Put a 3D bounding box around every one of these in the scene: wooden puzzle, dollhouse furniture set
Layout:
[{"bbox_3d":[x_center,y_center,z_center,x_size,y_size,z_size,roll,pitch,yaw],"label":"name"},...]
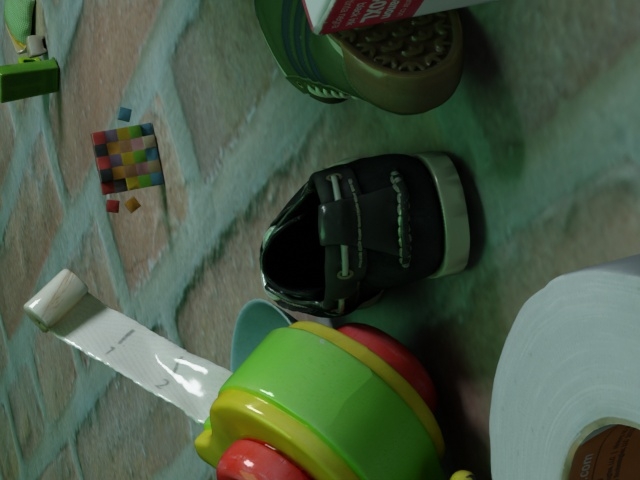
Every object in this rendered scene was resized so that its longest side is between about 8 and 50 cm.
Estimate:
[{"bbox_3d":[-0.151,-0.063,1.205,0.006,0.049,0.083,174,84,-70],"label":"wooden puzzle"},{"bbox_3d":[-0.306,-0.199,1.522,0.076,0.059,0.151,103,148,-46],"label":"dollhouse furniture set"}]

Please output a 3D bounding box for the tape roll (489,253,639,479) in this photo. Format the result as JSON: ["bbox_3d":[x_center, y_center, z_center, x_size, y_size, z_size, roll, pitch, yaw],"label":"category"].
[{"bbox_3d":[0.140,0.108,0.521,0.219,0.072,0.219,168,90,-68],"label":"tape roll"}]

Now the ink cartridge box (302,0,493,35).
[{"bbox_3d":[0.058,-0.137,0.497,0.063,0.150,0.109,121,133,-66],"label":"ink cartridge box"}]

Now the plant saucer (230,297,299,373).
[{"bbox_3d":[-0.005,0.127,0.950,0.195,0.037,0.195,168,90,-68],"label":"plant saucer"}]

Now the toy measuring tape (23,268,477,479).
[{"bbox_3d":[-0.045,0.072,0.816,0.330,0.121,0.121,28,132,29],"label":"toy measuring tape"}]

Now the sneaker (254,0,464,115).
[{"bbox_3d":[0.016,-0.099,0.756,0.192,0.064,0.086,-123,22,-45],"label":"sneaker"}]

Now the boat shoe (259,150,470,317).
[{"bbox_3d":[0.000,0.000,0.818,0.233,0.079,0.084,157,99,-71],"label":"boat shoe"}]
